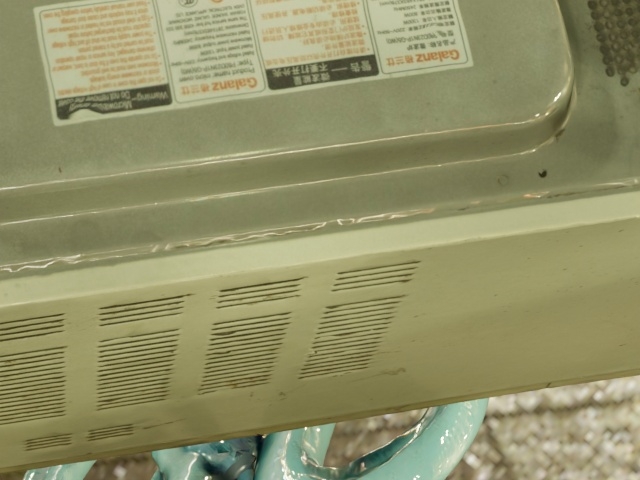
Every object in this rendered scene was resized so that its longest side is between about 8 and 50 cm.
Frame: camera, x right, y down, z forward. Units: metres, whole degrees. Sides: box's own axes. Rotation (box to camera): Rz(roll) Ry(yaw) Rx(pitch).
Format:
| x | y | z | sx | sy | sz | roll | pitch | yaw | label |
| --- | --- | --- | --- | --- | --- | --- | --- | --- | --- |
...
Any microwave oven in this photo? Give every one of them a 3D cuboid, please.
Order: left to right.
| x | y | z | sx | sy | sz | roll | pitch | yaw | label |
| --- | --- | --- | --- | --- | --- | --- | --- | --- | --- |
| -0.008 | -0.036 | 0.517 | 0.240 | 0.194 | 0.145 | -8 | 68 | -10 | microwave oven |

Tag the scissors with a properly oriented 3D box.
| x | y | z | sx | sy | sz | roll | pitch | yaw | label |
| --- | --- | --- | --- | --- | --- | --- | --- | --- | --- |
| 0.000 | 0.001 | 0.753 | 0.032 | 0.180 | 0.393 | 62 | 28 | -28 | scissors |
